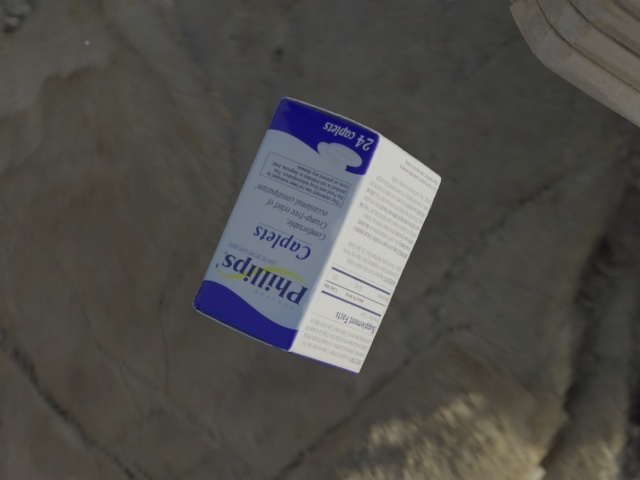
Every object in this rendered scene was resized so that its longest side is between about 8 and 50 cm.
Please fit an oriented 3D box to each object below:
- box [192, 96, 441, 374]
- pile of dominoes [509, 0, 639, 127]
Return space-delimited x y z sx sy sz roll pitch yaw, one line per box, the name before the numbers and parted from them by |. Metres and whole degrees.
box | 0.000 0.000 1.142 0.072 0.126 0.137 22 88 22
pile of dominoes | 0.068 -0.114 0.560 0.196 0.251 0.040 28 116 -30
